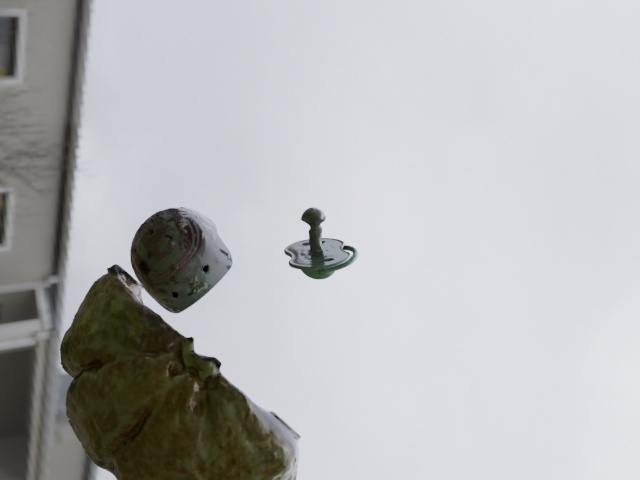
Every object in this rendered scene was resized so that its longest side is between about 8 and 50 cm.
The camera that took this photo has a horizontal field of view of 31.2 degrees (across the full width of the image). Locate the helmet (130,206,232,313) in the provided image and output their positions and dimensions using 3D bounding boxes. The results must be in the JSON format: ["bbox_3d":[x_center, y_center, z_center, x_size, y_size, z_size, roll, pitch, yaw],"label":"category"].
[{"bbox_3d":[-0.240,0.018,1.829,0.153,0.107,0.177,-42,-119,6],"label":"helmet"}]

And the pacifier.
[{"bbox_3d":[0.000,0.000,1.932,0.150,0.126,0.117,-96,-178,-73],"label":"pacifier"}]

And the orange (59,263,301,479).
[{"bbox_3d":[-0.200,0.225,1.486,0.368,0.210,0.271,40,-10,6],"label":"orange"}]
